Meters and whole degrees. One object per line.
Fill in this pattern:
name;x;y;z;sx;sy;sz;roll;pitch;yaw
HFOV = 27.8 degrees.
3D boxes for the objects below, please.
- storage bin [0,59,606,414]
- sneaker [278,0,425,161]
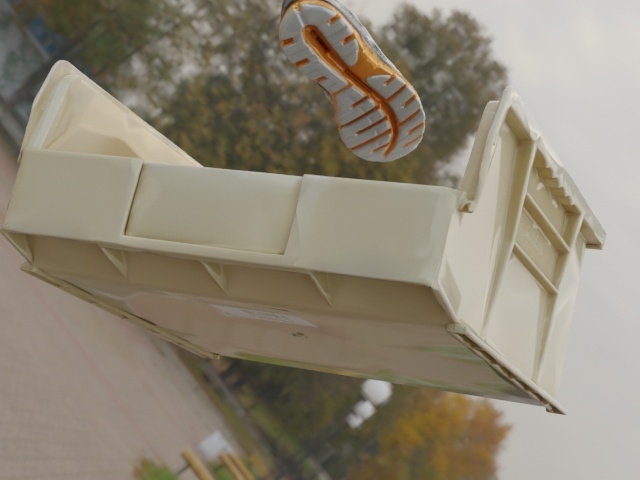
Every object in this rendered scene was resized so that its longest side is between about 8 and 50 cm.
storage bin;0.000;0.000;0.741;0.262;0.123;0.260;7;-15;25
sneaker;0.032;-0.161;1.226;0.215;0.084;0.083;53;14;-38
